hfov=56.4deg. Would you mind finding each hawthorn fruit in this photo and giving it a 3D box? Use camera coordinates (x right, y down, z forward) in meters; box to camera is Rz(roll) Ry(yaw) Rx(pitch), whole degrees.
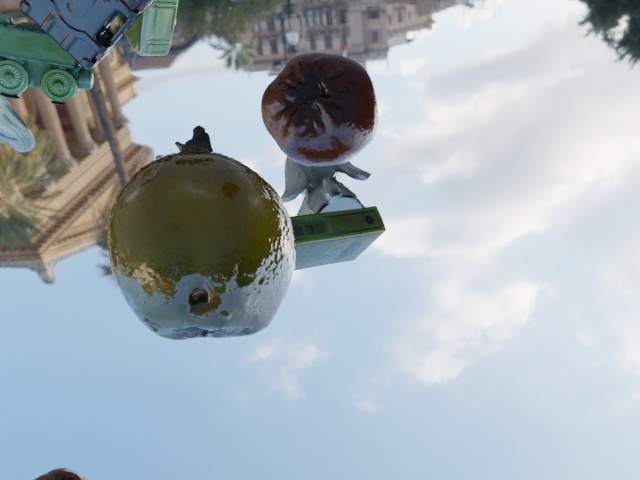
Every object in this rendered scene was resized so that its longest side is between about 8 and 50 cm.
[{"bbox_3d":[0.015,-0.242,1.173,0.224,0.224,0.261,5,175,21],"label":"hawthorn fruit"}]

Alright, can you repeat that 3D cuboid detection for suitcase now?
[{"bbox_3d":[-0.506,-0.532,1.301,0.285,0.206,0.066,-31,-154,32],"label":"suitcase"}]

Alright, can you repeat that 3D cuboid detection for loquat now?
[{"bbox_3d":[-0.132,-0.012,0.670,0.213,0.213,0.246,-7,-108,0],"label":"loquat"}]

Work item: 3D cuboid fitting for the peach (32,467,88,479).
[{"bbox_3d":[-0.530,0.550,1.206,0.152,0.152,0.152,-5,-151,3],"label":"peach"}]

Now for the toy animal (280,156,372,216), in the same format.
[{"bbox_3d":[-0.005,-0.156,1.690,0.249,0.174,0.289,-37,-119,-27],"label":"toy animal"}]

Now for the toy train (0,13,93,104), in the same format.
[{"bbox_3d":[-0.723,-0.460,1.524,0.272,0.188,0.159,5,-159,-17],"label":"toy train"}]

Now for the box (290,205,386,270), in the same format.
[{"bbox_3d":[0.000,0.000,1.157,0.220,0.141,0.064,-7,-114,-30],"label":"box"}]

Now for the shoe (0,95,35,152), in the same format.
[{"bbox_3d":[-0.939,-0.326,1.677,0.124,0.316,0.159,31,-116,20],"label":"shoe"}]

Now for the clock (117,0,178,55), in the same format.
[{"bbox_3d":[-0.468,-0.655,1.552,0.096,0.235,0.308,-13,-121,-31],"label":"clock"}]

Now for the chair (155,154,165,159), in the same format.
[{"bbox_3d":[-0.378,-0.154,1.798,0.175,0.326,0.183,16,-138,8],"label":"chair"}]
